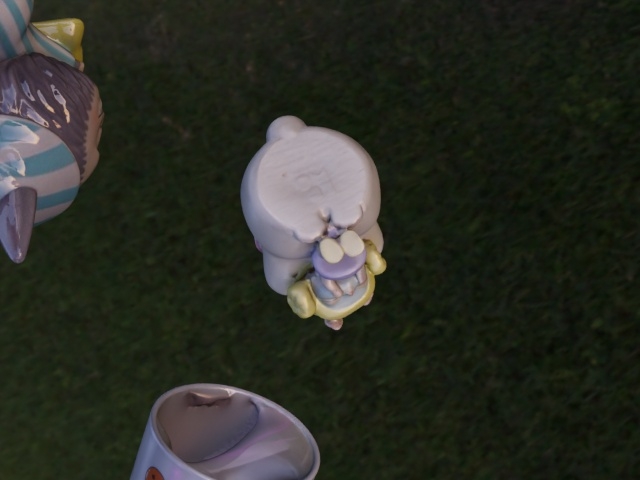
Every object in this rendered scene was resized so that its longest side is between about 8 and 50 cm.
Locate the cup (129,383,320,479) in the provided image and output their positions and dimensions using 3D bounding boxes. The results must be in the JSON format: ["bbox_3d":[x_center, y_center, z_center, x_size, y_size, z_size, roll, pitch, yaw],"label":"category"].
[{"bbox_3d":[-0.149,0.367,1.583,0.212,0.212,0.317,34,116,30],"label":"cup"}]

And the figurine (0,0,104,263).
[{"bbox_3d":[-0.401,-0.145,1.659,0.361,0.266,0.377,75,172,-55],"label":"figurine"}]

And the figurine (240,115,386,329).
[{"bbox_3d":[0.000,0.000,1.197,0.155,0.127,0.235,52,168,21],"label":"figurine"}]
